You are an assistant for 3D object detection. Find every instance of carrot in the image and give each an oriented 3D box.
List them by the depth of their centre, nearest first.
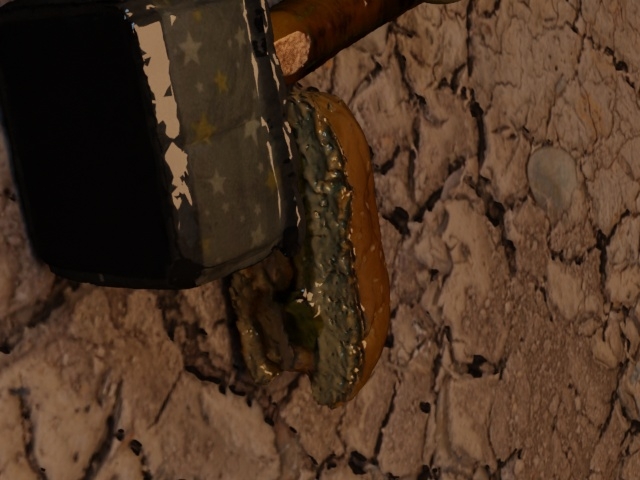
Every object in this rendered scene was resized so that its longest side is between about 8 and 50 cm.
[{"bbox_3d":[0.037,-0.205,1.212,0.314,0.066,0.066,-33,116,-44],"label":"carrot"}]

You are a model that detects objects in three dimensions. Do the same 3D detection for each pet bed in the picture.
[{"bbox_3d":[-0.104,-0.084,0.964,0.159,0.183,0.210,-23,109,-44],"label":"pet bed"}]

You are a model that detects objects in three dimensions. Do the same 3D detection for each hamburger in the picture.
[{"bbox_3d":[0.000,0.000,1.125,0.131,0.124,0.261,-26,117,-54],"label":"hamburger"}]

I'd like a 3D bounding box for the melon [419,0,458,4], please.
[{"bbox_3d":[0.084,-0.257,1.171,0.130,0.098,0.098,51,54,-18],"label":"melon"}]
